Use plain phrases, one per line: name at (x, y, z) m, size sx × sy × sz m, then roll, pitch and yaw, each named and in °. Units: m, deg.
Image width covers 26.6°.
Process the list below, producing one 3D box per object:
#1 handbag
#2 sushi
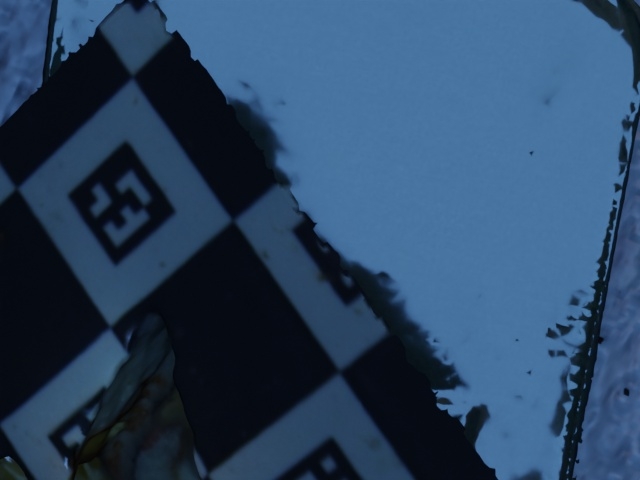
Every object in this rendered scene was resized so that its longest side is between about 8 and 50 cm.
handbag at (0.000, -0.001, 0.579) m, size 0.247 × 0.079 × 0.260 m, roll 10°, pitch 94°, yaw 0°
sushi at (-0.068, 0.155, 0.515) m, size 0.343 × 0.064 × 0.359 m, roll -40°, pitch 78°, yaw 21°
